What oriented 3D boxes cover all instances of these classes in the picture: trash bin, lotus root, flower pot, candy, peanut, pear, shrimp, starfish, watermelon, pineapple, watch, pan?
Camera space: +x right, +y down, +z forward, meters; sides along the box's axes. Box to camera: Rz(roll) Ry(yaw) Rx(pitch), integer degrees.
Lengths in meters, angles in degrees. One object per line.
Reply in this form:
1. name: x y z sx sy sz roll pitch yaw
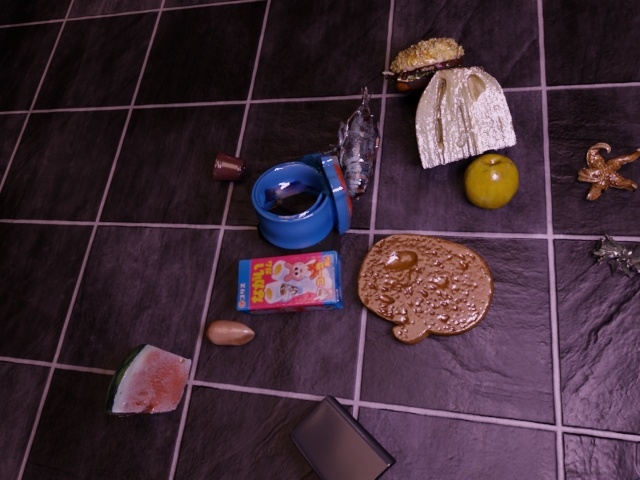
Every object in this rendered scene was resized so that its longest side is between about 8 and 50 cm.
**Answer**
1. trash bin: 0.051 0.530 1.180 0.165 0.115 0.225 -44 64 -6
2. lotus root: 0.396 -0.369 1.367 0.267 0.149 0.260 -15 98 14
3. flower pot: -0.303 -0.243 1.581 0.089 0.111 0.111 13 73 2
4. candy: -0.091 0.129 1.378 0.306 0.100 0.157 -6 69 11
5. peanut: -0.268 0.272 1.380 0.152 0.076 0.076 3 70 11
6. pear: 0.480 -0.166 1.318 0.149 0.162 0.149 -7 49 8
7. shrimp: 0.100 -0.309 1.470 0.172 0.137 0.372 4 71 -2
8. starfish: 0.793 -0.178 1.285 0.146 0.074 0.190 25 77 23
9. watermelon: -0.492 0.415 1.328 0.201 0.261 0.213 19 69 -9
10. pineapple: 0.826 0.054 1.176 0.251 0.125 0.125 17 74 25
11. watch: -0.070 -0.140 1.378 0.274 0.241 0.305 -20 50 -8
12. pan: -0.117 -0.074 1.489 0.128 0.048 0.202 25 79 20

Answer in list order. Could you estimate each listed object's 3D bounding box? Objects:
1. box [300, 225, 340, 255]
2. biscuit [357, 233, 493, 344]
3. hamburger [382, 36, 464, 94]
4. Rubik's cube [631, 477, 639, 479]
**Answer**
1. box: 0.000 0.000 1.446 0.125 0.027 0.126 -3 68 10
2. biscuit: 0.283 0.138 1.301 0.367 0.063 0.314 14 76 18
3. hamburger: 0.323 -0.550 1.467 0.262 0.243 0.138 -14 104 6
4. Rubik's cube: 0.682 0.650 0.847 0.344 0.346 0.347 -26 66 4
